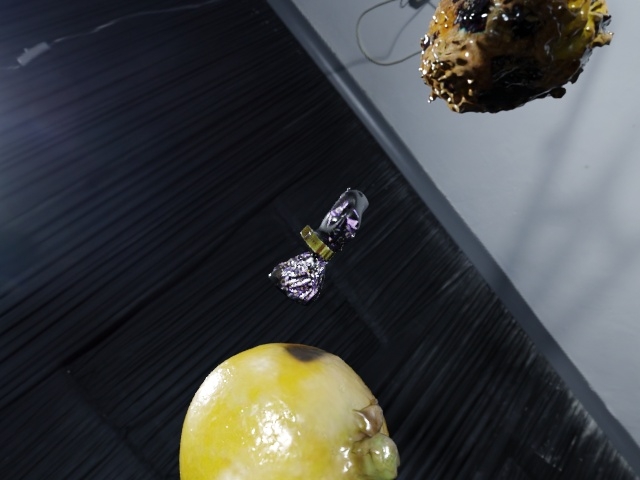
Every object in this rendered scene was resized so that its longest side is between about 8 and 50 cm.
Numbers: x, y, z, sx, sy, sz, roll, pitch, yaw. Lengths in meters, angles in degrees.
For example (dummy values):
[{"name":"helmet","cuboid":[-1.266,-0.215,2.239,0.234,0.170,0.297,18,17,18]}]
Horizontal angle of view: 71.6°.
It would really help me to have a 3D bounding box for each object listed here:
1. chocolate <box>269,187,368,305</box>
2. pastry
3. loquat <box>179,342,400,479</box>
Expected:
[{"name":"chocolate","cuboid":[0.001,0.002,0.523,0.070,0.147,0.072,24,-171,-32]},{"name":"pastry","cuboid":[0.408,-0.452,1.023,0.292,0.337,0.405,42,178,-41]},{"name":"loquat","cuboid":[-0.030,0.315,0.664,0.360,0.328,0.328,-19,110,41]}]
